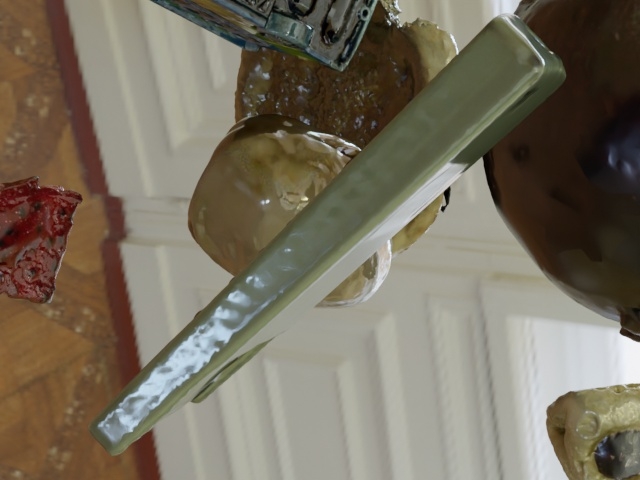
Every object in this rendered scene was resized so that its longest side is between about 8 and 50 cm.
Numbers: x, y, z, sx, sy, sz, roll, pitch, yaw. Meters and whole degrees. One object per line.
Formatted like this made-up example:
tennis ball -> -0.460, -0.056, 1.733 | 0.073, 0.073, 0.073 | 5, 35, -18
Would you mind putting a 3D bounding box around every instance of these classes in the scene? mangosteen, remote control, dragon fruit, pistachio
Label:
mangosteen -> 0.263, -0.101, 0.796 | 0.307, 0.307, 0.346 | 24, 69, -54
remote control -> 0.000, 0.000, 0.595 | 0.038, 0.285, 0.123 | 49, 17, 6
dragon fruit -> -0.239, -0.015, 0.908 | 0.131, 0.063, 0.097 | 18, 41, -47
pistachio -> -0.028, -0.017, 1.235 | 0.288, 0.197, 0.166 | 64, 4, -57

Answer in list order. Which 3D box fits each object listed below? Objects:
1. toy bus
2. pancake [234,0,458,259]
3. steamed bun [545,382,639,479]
toy bus -> -0.096, -0.300, 1.246 | 0.312, 0.190, 0.152 | 21, 91, -46
pancake -> 0.022, -0.155, 1.444 | 0.071, 0.382, 0.382 | -13, 106, -43
steamed bun -> 0.365, 0.264, 1.507 | 0.172, 0.141, 0.155 | 109, -24, -71
